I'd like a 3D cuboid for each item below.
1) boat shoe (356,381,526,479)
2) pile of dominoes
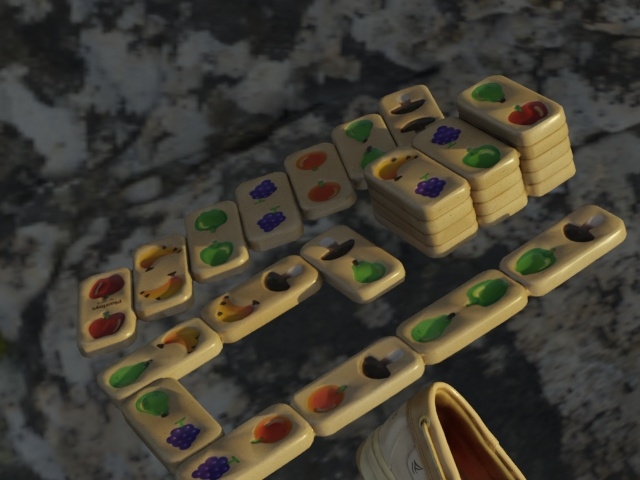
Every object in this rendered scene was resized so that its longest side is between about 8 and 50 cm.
[{"bbox_3d":[0.083,0.131,0.701,0.170,0.063,0.059,48,119,25],"label":"boat shoe"},{"bbox_3d":[0.000,0.000,0.776,0.196,0.251,0.040,37,152,50],"label":"pile of dominoes"}]
